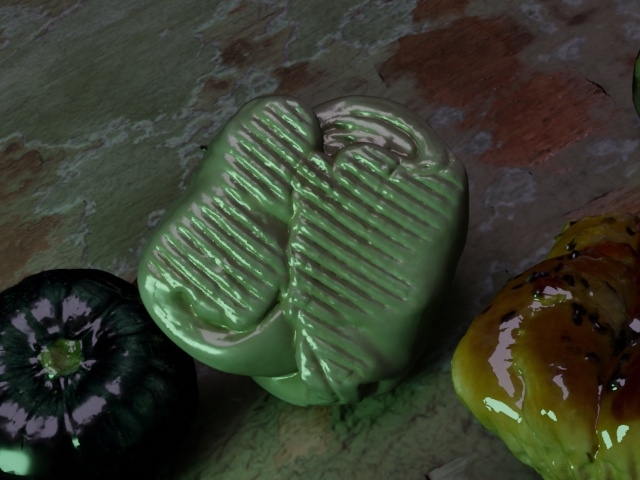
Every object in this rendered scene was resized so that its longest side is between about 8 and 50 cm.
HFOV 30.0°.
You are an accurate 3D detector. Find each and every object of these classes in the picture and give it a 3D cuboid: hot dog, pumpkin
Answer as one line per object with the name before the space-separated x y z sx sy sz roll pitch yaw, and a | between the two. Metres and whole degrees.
hot dog | 0.321 0.097 1.135 0.367 0.196 0.365 4 31 36
pumpkin | -0.293 0.189 1.405 0.315 0.238 0.315 -3 56 4

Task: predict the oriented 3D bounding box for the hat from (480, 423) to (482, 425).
hat | 0.200 0.165 1.309 0.077 0.059 0.076 -38 26 -21

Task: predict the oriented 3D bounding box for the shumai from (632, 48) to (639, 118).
shumai | 0.526 -0.197 1.457 0.309 0.304 0.263 -52 13 -24

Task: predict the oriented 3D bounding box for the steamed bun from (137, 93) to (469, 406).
steamed bun | 0.000 0.000 1.415 0.342 0.255 0.368 33 94 4

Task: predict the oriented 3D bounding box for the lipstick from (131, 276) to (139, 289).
lipstick | -0.180 0.005 1.647 0.077 0.077 0.418 12 55 35
